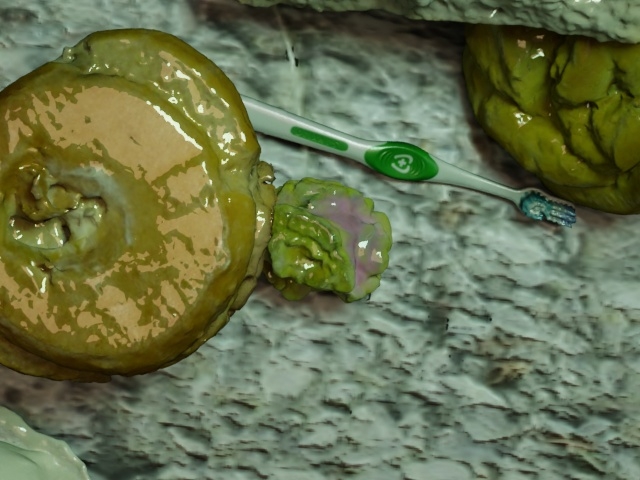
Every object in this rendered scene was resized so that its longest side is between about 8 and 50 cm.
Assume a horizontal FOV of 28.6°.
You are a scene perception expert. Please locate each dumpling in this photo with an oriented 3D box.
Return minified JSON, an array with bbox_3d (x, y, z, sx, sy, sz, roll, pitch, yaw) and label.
[{"bbox_3d":[-0.314,0.242,1.227,0.229,0.124,0.151,41,69,19],"label":"dumpling"}]

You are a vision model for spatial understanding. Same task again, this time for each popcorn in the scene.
[{"bbox_3d":[0.000,0.000,1.275,0.145,0.126,0.125,5,82,-14],"label":"popcorn"}]

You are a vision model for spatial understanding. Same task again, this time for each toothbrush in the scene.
[{"bbox_3d":[0.075,-0.088,1.332,0.418,0.040,0.042,18,110,-4],"label":"toothbrush"}]

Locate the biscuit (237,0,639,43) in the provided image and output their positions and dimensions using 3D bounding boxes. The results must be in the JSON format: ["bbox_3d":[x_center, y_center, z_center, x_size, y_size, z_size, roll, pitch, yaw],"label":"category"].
[{"bbox_3d":[0.161,-0.392,1.181,0.429,0.104,0.446,15,78,20],"label":"biscuit"}]

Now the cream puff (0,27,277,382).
[{"bbox_3d":[-0.207,-0.032,1.188,0.327,0.231,0.342,19,92,-2],"label":"cream puff"}]

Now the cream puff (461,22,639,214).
[{"bbox_3d":[0.308,-0.187,1.248,0.291,0.257,0.324,-17,96,-6],"label":"cream puff"}]
